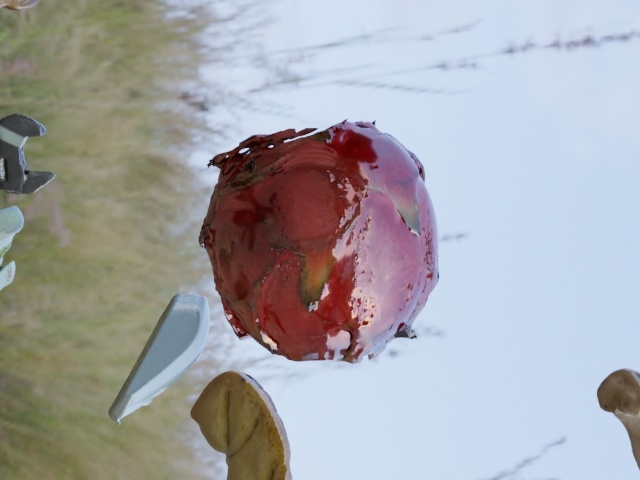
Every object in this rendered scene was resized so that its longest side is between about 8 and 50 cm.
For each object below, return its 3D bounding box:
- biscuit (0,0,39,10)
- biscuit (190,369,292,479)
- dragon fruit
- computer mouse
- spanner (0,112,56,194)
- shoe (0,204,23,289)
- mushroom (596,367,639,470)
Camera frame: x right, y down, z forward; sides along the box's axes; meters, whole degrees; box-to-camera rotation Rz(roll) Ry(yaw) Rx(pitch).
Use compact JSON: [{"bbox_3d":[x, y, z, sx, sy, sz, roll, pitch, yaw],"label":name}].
[{"bbox_3d":[-0.515,-0.431,1.853,0.043,0.278,0.301,-162,-111,-66],"label":"biscuit"},{"bbox_3d":[-0.124,0.360,2.334,0.154,0.045,0.299,-35,-118,19],"label":"biscuit"},{"bbox_3d":[0.000,0.000,1.677,0.295,0.295,0.302,13,-70,61],"label":"dragon fruit"},{"bbox_3d":[-0.228,0.175,1.986,0.079,0.231,0.128,32,-26,-3],"label":"computer mouse"},{"bbox_3d":[-0.433,-0.041,1.485,0.087,0.316,0.024,64,5,-10],"label":"spanner"},{"bbox_3d":[-0.537,0.038,2.076,0.262,0.140,0.128,-33,-80,25],"label":"shoe"},{"bbox_3d":[0.435,0.257,1.750,0.212,0.088,0.097,54,19,-16],"label":"mushroom"}]
